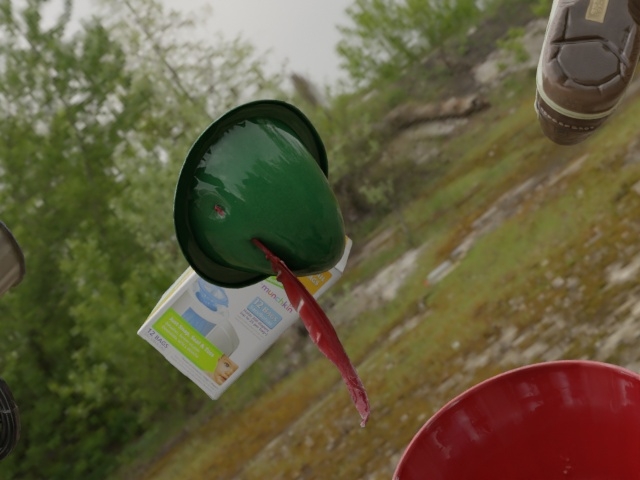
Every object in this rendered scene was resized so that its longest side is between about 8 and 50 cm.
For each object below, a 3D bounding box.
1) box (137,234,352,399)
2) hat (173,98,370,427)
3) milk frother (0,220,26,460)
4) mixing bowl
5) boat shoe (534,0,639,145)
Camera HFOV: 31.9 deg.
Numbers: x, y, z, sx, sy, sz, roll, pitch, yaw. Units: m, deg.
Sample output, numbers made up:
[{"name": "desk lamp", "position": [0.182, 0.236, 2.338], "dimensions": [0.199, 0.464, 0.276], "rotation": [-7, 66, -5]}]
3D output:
[{"name": "box", "position": [-0.077, 0.047, 1.171], "dimensions": [0.203, 0.114, 0.103], "rotation": [-45, 8, 19]}, {"name": "hat", "position": [0.000, 0.000, 0.952], "dimensions": [0.173, 0.208, 0.184], "rotation": [-44, 46, -18]}, {"name": "milk frother", "position": [-0.226, 0.054, 0.694], "dimensions": [0.129, 0.143, 0.134], "rotation": [-33, 17, 47]}, {"name": "mixing bowl", "position": [0.142, 0.170, 0.672], "dimensions": [0.182, 0.098, 0.181], "rotation": [-20, 31, 13]}, {"name": "boat shoe", "position": [0.228, -0.186, 0.901], "dimensions": [0.257, 0.095, 0.095], "rotation": [-59, -16, -26]}]
